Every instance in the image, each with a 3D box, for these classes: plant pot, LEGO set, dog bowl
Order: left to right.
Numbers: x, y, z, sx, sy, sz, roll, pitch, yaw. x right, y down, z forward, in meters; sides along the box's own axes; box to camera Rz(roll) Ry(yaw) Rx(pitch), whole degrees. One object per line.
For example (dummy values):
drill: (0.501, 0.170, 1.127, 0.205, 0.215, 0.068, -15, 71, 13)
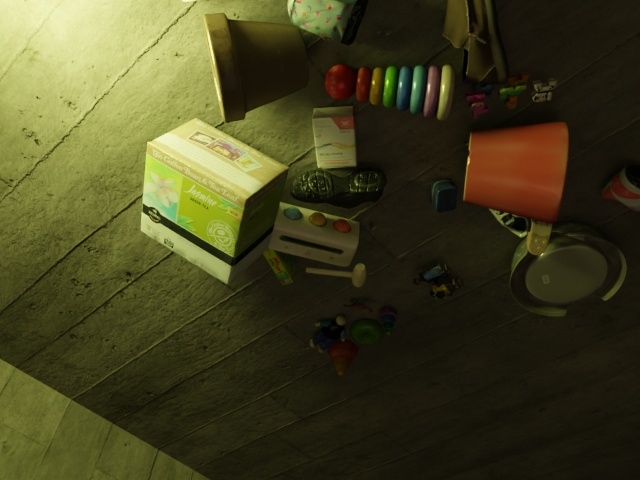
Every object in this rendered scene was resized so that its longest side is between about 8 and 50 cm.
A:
plant pot: (-0.155, -0.440, 1.448, 0.229, 0.263, 0.263, -12, 129, -7)
LEGO set: (0.486, -0.375, 1.529, 0.227, 0.087, 0.093, -9, 131, 4)
plant pot: (0.517, -0.191, 1.574, 0.243, 0.275, 0.275, 7, 131, 13)
dog bowl: (0.777, 0.088, 1.871, 0.348, 0.102, 0.349, 3, 129, 3)

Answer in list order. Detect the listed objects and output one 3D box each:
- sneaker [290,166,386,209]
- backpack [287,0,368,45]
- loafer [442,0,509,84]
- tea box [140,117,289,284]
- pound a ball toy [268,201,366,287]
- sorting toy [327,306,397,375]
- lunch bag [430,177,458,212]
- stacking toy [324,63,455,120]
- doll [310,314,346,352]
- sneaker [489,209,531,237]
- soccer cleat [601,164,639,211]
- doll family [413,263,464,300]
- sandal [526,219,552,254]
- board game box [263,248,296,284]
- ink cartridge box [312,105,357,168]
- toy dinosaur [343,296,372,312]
sneaker: (0.053, -0.140, 1.740, 0.286, 0.109, 0.130, -1, 153, 4)
backpack: (0.014, -0.559, 1.397, 0.181, 0.115, 0.152, 18, 131, -6)
loafer: (0.351, -0.517, 1.387, 0.130, 0.134, 0.366, -16, 126, 17)
tea box: (-0.307, -0.114, 1.658, 0.328, 0.220, 0.324, 29, 129, 13)
pound a ball toy: (0.000, 0.000, 1.799, 0.318, 0.208, 0.136, 14, 130, -6)
sorting toy: (0.154, 0.390, 2.160, 0.127, 0.126, 0.365, 31, 126, -19)
lunch bag: (0.367, -0.134, 1.748, 0.067, 0.065, 0.099, -9, 129, -8)
stacking toy: (0.174, -0.394, 1.514, 0.330, 0.141, 0.141, 6, 130, 6)
doll: (0.032, 0.342, 2.182, 0.129, 0.046, 0.189, 34, 124, -10)
sneaker: (0.549, -0.097, 1.749, 0.237, 0.086, 0.085, 36, 126, -21)
soccer cleat: (0.974, -0.119, 1.695, 0.318, 0.109, 0.116, 19, 149, -13)
doll family: (0.394, 0.142, 1.972, 0.111, 0.076, 0.193, -28, 117, 30)
sandal: (0.652, -0.069, 1.701, 0.088, 0.079, 0.240, 2, 102, 1)
board game box: (-0.140, 0.050, 1.927, 0.043, 0.092, 0.181, -15, 127, 18)
ink cartridge box: (0.045, -0.275, 1.658, 0.115, 0.067, 0.198, -2, 130, 7)
toy dinosaur: (0.141, 0.239, 2.072, 0.082, 0.090, 0.047, 26, 133, 44)
